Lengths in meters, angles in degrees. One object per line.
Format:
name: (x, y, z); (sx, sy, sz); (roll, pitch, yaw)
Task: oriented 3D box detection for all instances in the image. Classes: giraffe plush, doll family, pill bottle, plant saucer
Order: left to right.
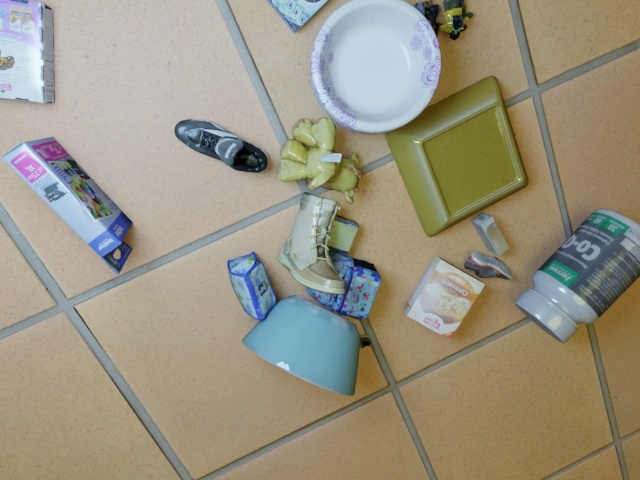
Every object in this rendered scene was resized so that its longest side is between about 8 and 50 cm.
giraffe plush: (0.023, -0.180, 1.124); (0.171, 0.210, 0.181); (25, 96, -48)
doll family: (0.284, -0.521, 1.114); (0.193, 0.076, 0.111); (-16, 113, -1)
plant saucer: (0.383, -0.209, 1.222); (0.333, 0.081, 0.332); (-28, 110, -3)
pill bottle: (0.746, 0.105, 1.325); (0.204, 0.204, 0.361); (40, 94, -19)

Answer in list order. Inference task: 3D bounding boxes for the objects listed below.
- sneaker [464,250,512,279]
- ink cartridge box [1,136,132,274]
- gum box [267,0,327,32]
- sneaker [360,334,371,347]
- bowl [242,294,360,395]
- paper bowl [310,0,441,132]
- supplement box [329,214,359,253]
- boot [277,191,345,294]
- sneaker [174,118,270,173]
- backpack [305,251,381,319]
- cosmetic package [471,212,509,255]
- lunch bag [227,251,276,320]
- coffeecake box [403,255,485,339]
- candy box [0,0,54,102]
sneaker: (0.483, 0.082, 1.351); (0.158, 0.061, 0.065); (24, 127, -16)
ink cartridge box: (-0.515, -0.081, 1.016); (0.065, 0.186, 0.311); (-35, 111, -2)
gum box: (-0.043, -0.592, 1.038); (0.184, 0.041, 0.157); (-44, 110, 2)
sneaker: (0.107, 0.294, 1.337); (0.083, 0.035, 0.031); (-15, 108, -7)
bowl: (-0.023, 0.247, 1.178); (0.312, 0.311, 0.163); (28, 83, -18)
paper bowl: (0.118, -0.387, 1.061); (0.285, 0.148, 0.284); (0, 100, 0)
supplement box: (0.043, -0.021, 1.218); (0.083, 0.056, 0.083); (18, 102, -16)
boot: (0.000, 0.000, 1.114); (0.095, 0.262, 0.203); (15, 101, -32)
sneaker: (-0.222, -0.217, 1.078); (0.234, 0.106, 0.078); (22, 100, -17)
backpack: (0.053, 0.115, 1.231); (0.173, 0.117, 0.158); (20, 102, -16)
cosmetic package: (0.478, -0.018, 1.309); (0.041, 0.060, 0.115); (-36, 112, 0)
lunch bag: (-0.173, 0.114, 1.164); (0.096, 0.151, 0.128); (-20, 109, -5)
coffeecake box: (0.345, 0.160, 1.313); (0.142, 0.068, 0.185); (29, 99, -3)
candy box: (-0.647, -0.391, 0.957); (0.165, 0.070, 0.196); (4, 105, -13)
